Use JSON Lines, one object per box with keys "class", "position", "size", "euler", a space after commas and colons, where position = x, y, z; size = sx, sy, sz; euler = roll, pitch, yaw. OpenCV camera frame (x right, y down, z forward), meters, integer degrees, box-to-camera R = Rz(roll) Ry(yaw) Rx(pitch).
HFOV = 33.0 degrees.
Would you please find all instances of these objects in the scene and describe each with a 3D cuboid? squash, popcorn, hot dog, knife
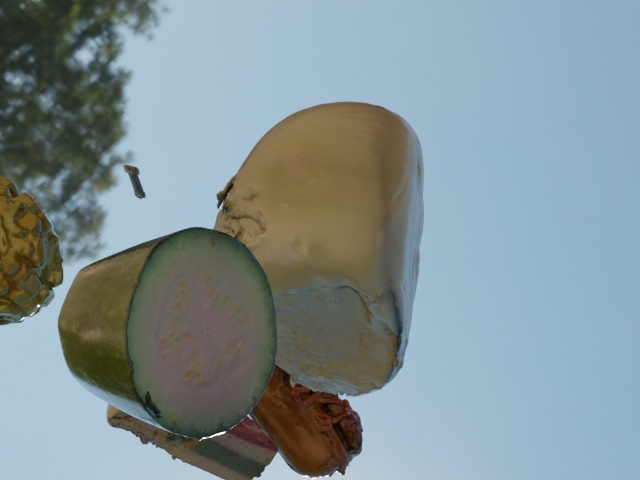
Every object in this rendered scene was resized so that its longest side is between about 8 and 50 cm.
{"class": "squash", "position": [-0.130, 0.074, 0.876], "size": [0.123, 0.170, 0.170], "euler": [-3, -136, 32]}
{"class": "popcorn", "position": [-0.514, 0.020, 1.740], "size": [0.181, 0.235, 0.217], "euler": [-25, 167, -14]}
{"class": "hot dog", "position": [-0.060, 0.185, 1.544], "size": [0.117, 0.348, 0.158], "euler": [-42, 167, 14]}
{"class": "knife", "position": [-0.296, -0.095, 1.736], "size": [0.010, 0.027, 0.096], "euler": [-63, -147, 27]}

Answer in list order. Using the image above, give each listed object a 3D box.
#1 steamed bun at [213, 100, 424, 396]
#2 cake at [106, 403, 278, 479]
{"class": "steamed bun", "position": [0.000, 0.000, 1.279], "size": [0.233, 0.333, 0.312], "euler": [5, -140, 7]}
{"class": "cake", "position": [-0.168, 0.217, 1.362], "size": [0.086, 0.221, 0.116], "euler": [-54, -153, 18]}
